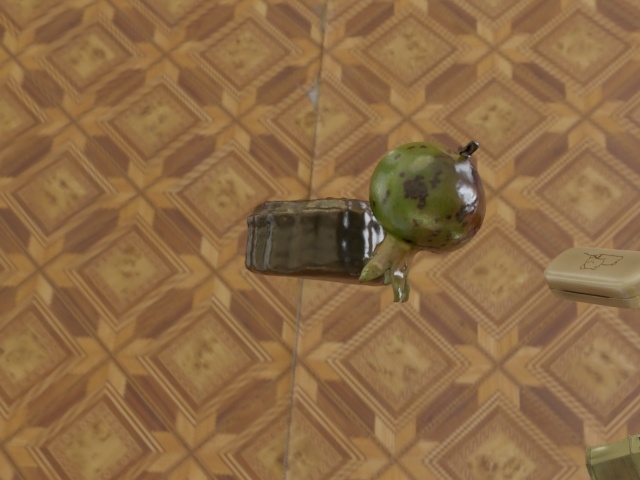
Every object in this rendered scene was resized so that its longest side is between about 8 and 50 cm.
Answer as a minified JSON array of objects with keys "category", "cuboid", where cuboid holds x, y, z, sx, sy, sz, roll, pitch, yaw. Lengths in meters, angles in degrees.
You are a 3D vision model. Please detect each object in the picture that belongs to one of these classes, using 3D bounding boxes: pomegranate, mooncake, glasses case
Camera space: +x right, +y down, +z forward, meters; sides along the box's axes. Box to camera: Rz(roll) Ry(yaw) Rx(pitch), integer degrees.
[{"category":"pomegranate","cuboid":[0.130,-0.024,1.271,0.156,0.156,0.220,15,80,15]},{"category":"mooncake","cuboid":[0.000,0.000,1.469,0.228,0.228,0.124,4,88,10]},{"category":"glasses case","cuboid":[0.399,0.051,1.396,0.083,0.050,0.196,-38,19,-22]}]

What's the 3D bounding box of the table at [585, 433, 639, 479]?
[{"category":"table","cuboid":[0.394,0.299,1.274,0.083,0.062,0.079,-21,96,19]}]
